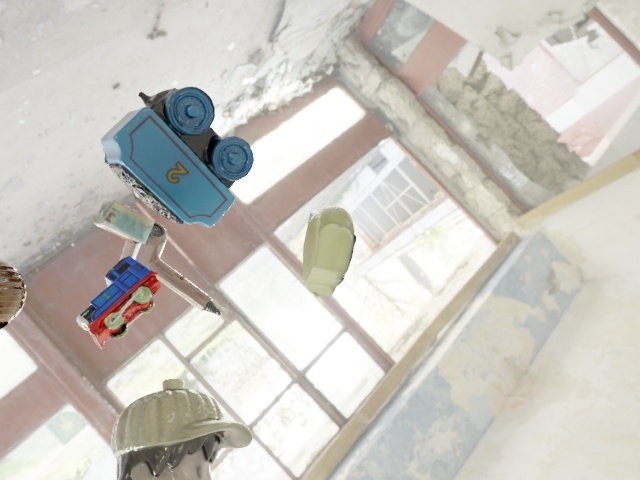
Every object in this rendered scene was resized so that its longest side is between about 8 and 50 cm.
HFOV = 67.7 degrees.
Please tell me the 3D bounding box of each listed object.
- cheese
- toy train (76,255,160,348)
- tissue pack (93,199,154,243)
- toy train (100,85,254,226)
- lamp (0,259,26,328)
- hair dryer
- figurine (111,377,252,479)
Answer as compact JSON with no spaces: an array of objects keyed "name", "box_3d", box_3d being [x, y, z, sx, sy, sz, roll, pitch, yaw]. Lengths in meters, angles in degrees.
[{"name":"cheese","box_3d":[0.000,0.000,0.729,0.255,0.050,0.127,-123,-137,-76]},{"name":"toy train","box_3d":[-0.486,0.147,1.152,0.204,0.131,0.082,-50,165,-35]},{"name":"tissue pack","box_3d":[-0.398,-0.037,0.965,0.074,0.094,0.058,-2,-118,48]},{"name":"toy train","box_3d":[-0.328,-0.193,1.102,0.265,0.300,0.188,-51,-148,-16]},{"name":"lamp","box_3d":[-0.573,0.091,0.805,0.136,0.136,0.136,-44,178,-2]},{"name":"hair dryer","box_3d":[-0.418,0.101,1.377,0.189,0.344,0.107,-57,176,30]},{"name":"figurine","box_3d":[-0.253,0.381,0.709,0.185,0.205,0.332,88,26,-62]}]
